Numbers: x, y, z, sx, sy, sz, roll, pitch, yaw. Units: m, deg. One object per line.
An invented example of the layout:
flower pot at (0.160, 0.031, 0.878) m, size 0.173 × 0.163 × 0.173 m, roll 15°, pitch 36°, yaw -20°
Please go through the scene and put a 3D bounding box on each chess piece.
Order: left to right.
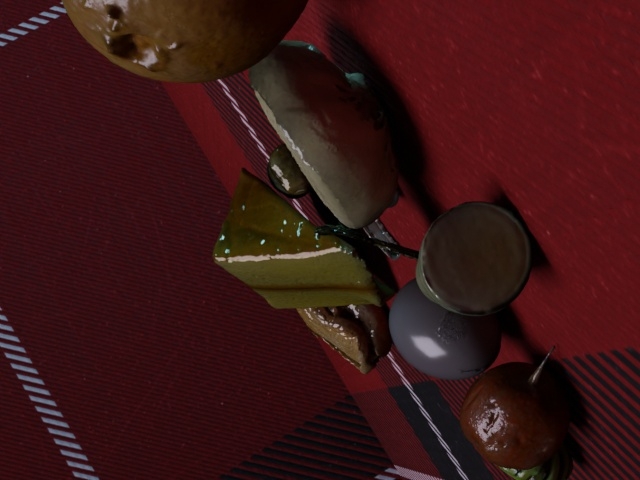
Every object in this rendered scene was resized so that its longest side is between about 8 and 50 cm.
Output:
chess piece at (0.178, 0.033, 1.271) m, size 0.133 × 0.133 × 0.243 m, roll 58°, pitch 176°, yaw 5°

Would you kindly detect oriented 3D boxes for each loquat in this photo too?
loquat at (-0.163, -0.351, 1.234) m, size 0.328 × 0.328 × 0.328 m, roll 57°, pitch 170°, yaw 15°

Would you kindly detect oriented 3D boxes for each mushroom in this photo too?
mushroom at (-0.063, -0.136, 2.084) m, size 0.107 × 0.087 × 0.333 m, roll 63°, pitch 174°, yaw -2°

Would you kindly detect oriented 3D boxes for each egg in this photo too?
egg at (0.178, 0.123, 1.440) m, size 0.198 × 0.146 × 0.146 m, roll 41°, pitch 160°, yaw 58°

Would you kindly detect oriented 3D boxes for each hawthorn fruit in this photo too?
hawthorn fruit at (0.259, 0.228, 1.349) m, size 0.149 × 0.149 × 0.189 m, roll 55°, pitch 174°, yaw 26°

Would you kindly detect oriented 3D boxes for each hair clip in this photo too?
hair clip at (0.072, -0.053, 1.789) m, size 0.226 × 0.034 × 0.072 m, roll 55°, pitch 173°, yaw 13°

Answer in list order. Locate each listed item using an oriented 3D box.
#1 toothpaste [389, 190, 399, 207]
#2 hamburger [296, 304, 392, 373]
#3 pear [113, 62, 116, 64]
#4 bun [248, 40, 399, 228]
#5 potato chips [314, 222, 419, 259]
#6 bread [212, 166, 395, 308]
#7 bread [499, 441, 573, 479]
toothpaste at (0.079, -0.091, 1.643) m, size 0.056 × 0.036 × 0.205 m, roll 64°, pitch 173°, yaw -20°
hamburger at (0.057, 0.171, 2.232) m, size 0.243 × 0.146 × 0.286 m, roll 54°, pitch 165°, yaw -7°
pear at (-0.320, -0.453, 1.892) m, size 0.284 × 0.283 × 0.283 m, roll 57°, pitch 170°, yaw 15°
bun at (0.021, -0.155, 1.414) m, size 0.287 × 0.146 × 0.287 m, roll 58°, pitch -175°, yaw -8°
potato chips at (0.094, 0.007, 1.480) m, size 0.219 × 0.029 × 0.202 m, roll 15°, pitch -178°, yaw 13°
bread at (0.000, 0.000, 2.038) m, size 0.361 × 0.245 × 0.233 m, roll -2°, pitch 149°, yaw 38°
bread at (0.300, 0.297, 1.466) m, size 0.139 × 0.130 × 0.071 m, roll 45°, pitch 120°, yaw 37°
